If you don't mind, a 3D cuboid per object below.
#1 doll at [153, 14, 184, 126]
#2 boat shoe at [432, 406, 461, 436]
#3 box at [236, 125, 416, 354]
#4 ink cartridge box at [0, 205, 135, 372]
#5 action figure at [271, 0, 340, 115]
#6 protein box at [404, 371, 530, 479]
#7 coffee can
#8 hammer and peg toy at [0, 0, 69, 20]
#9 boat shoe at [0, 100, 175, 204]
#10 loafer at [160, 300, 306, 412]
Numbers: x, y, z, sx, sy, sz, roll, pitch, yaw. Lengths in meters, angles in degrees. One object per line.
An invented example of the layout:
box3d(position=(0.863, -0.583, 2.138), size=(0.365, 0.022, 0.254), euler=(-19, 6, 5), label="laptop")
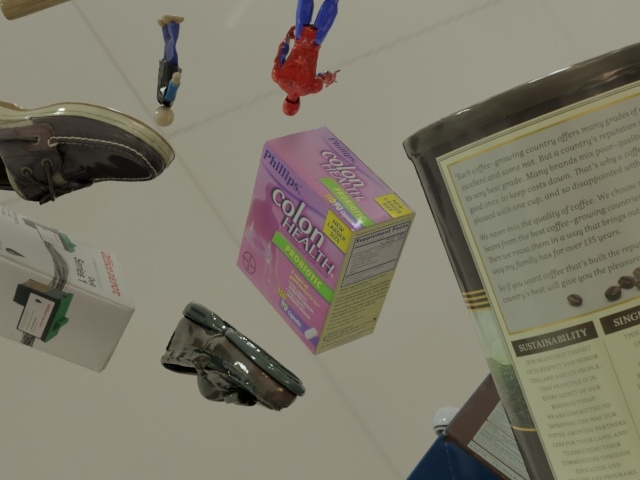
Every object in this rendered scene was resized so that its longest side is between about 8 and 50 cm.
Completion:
box3d(position=(-0.266, -0.292, 1.971), size=(0.046, 0.189, 0.129), euler=(3, 0, -19), label="doll")
box3d(position=(0.263, 0.328, 1.460), size=(0.102, 0.301, 0.108), euler=(-58, 8, -25), label="boat shoe")
box3d(position=(0.000, 0.000, 1.638), size=(0.117, 0.213, 0.243), euler=(-17, -40, -35), label="box")
box3d(position=(-0.328, 0.041, 1.250), size=(0.092, 0.219, 0.160), euler=(-59, 27, 12), label="ink cartridge box")
box3d(position=(-0.005, -0.324, 1.691), size=(0.139, 0.091, 0.280), euler=(-56, -16, -71), label="action figure")
box3d(position=(0.152, 0.253, 1.091), size=(0.200, 0.136, 0.201), euler=(-58, -13, 26), label="protein box")
box3d(position=(0.197, 0.024, 0.779), size=(0.201, 0.275, 0.201), euler=(-20, -1, 0), label="coffee can")
box3d(position=(-0.207, -0.352, 1.094), size=(0.266, 0.361, 0.127), euler=(-20, -53, -7), label="hammer and peg toy")
box3d(position=(-0.279, -0.081, 1.128), size=(0.103, 0.285, 0.092), euler=(62, -138, -54), label="boat shoe")
box3d(position=(-0.098, 0.139, 1.186), size=(0.084, 0.096, 0.267), euler=(-52, 25, -7), label="loafer")
